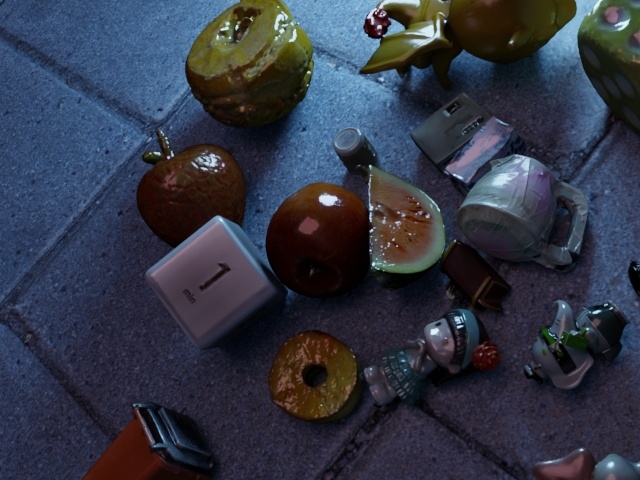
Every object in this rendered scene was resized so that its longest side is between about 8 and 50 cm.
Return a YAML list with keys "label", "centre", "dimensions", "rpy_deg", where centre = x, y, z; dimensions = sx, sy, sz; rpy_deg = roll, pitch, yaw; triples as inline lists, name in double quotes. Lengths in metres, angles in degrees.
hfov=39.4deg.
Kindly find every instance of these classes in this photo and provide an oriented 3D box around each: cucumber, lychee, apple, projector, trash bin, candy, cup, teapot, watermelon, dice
- label: "cucumber"
  centre: [0.582, 0.099, 1.505]
  dimensions: [0.053, 0.053, 0.181]
  rpy_deg: [-38, 49, 3]
- label: "lychee"
  centre: [-0.284, -0.109, 1.967]
  dimensions: [0.255, 0.300, 0.255]
  rpy_deg: [-23, 11, 5]
- label: "apple"
  centre: [0.000, 0.000, 1.772]
  dimensions: [0.218, 0.218, 0.201]
  rpy_deg: [-6, 34, 25]
- label: "projector"
  centre: [0.278, -0.220, 1.853]
  dimensions: [0.147, 0.061, 0.115]
  rpy_deg: [-38, 52, 3]
- label: "trash bin"
  centre: [-0.349, 0.440, 1.717]
  dimensions: [0.238, 0.184, 0.161]
  rpy_deg: [-43, 50, 6]
- label: "candy"
  centre: [0.327, -0.161, 1.772]
  dimensions: [0.160, 0.092, 0.073]
  rpy_deg: [-48, 53, -4]
- label: "cup"
  centre: [0.072, -0.178, 1.913]
  dimensions: [0.074, 0.099, 0.102]
  rpy_deg: [-4, 60, 27]
- label: "teapot"
  centre: [0.380, -0.063, 1.641]
  dimensions: [0.221, 0.163, 0.178]
  rpy_deg: [16, 63, 35]
- label: "watermelon"
  centre: [0.147, 0.001, 1.750]
  dimensions: [0.159, 0.128, 0.304]
  rpy_deg: [14, 43, -13]
- label: "dice"
  centre: [0.631, -0.347, 1.632]
  dimensions: [0.238, 0.233, 0.227]
  rpy_deg: [-37, 52, 4]

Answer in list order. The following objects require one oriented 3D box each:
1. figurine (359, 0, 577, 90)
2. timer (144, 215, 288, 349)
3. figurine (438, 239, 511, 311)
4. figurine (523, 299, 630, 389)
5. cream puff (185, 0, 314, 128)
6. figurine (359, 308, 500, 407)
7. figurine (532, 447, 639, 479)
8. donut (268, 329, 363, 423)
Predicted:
- label: "figurine"
  centre: [0.293, -0.454, 1.860]
  dimensions: [0.387, 0.268, 0.401]
  rpy_deg: [3, 51, 45]
- label: "timer"
  centre: [-0.205, 0.088, 1.803]
  dimensions: [0.195, 0.192, 0.194]
  rpy_deg: [-39, 82, 2]
- label: "figurine"
  centre: [0.281, 0.082, 1.663]
  dimensions: [0.098, 0.082, 0.154]
  rpy_deg: [-47, 50, 13]
- label: "figurine"
  centre: [0.424, 0.173, 1.505]
  dimensions: [0.192, 0.126, 0.147]
  rpy_deg: [-40, 15, 9]
- label: "cream puff"
  centre: [-0.143, -0.402, 2.081]
  dimensions: [0.342, 0.231, 0.327]
  rpy_deg: [10, 61, 39]
- label: "figurine"
  centre: [0.197, 0.221, 1.603]
  dimensions: [0.245, 0.110, 0.138]
  rpy_deg: [-31, 53, 14]
- label: "figurine"
  centre: [0.536, 0.309, 1.309]
  dimensions: [0.420, 0.193, 0.154]
  rpy_deg: [-33, 55, 13]
- label: "donut"
  centre: [-0.001, 0.264, 1.697]
  dimensions: [0.190, 0.074, 0.174]
  rpy_deg: [4, 64, 31]
